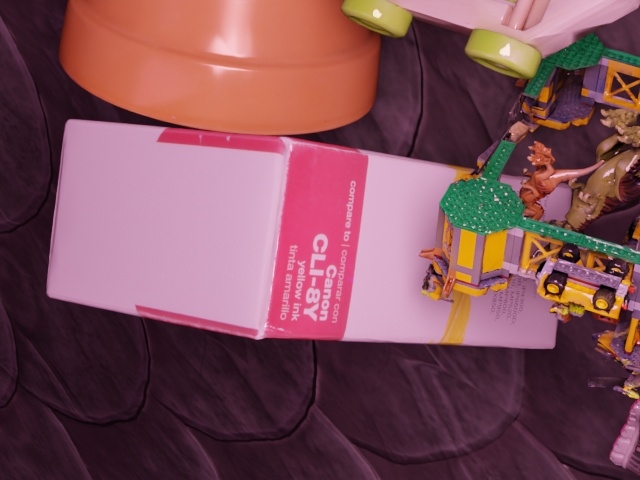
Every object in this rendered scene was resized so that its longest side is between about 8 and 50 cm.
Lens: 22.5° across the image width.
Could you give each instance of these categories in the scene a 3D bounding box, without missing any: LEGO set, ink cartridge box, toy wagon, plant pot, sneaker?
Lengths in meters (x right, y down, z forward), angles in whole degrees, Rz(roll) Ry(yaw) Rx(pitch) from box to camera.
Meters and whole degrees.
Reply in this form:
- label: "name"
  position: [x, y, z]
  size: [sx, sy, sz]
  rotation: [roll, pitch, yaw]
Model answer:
- label: "LEGO set"
  position: [0.222, -0.002, 1.286]
  size: [0.255, 0.331, 0.192]
  rotation: [12, 134, 10]
- label: "ink cartridge box"
  position: [0.000, 0.000, 1.415]
  size: [0.279, 0.385, 0.160]
  rotation: [7, 91, 44]
- label: "toy wagon"
  position: [0.108, -0.280, 1.235]
  size: [0.344, 0.068, 0.267]
  rotation: [23, 90, 34]
- label: "plant pot"
  position: [-0.079, -0.241, 1.429]
  size: [0.291, 0.291, 0.203]
  rotation: [25, 120, 30]
- label: "sneaker"
  position: [0.328, 0.176, 1.508]
  size: [0.075, 0.063, 0.170]
  rotation: [36, 145, 20]
